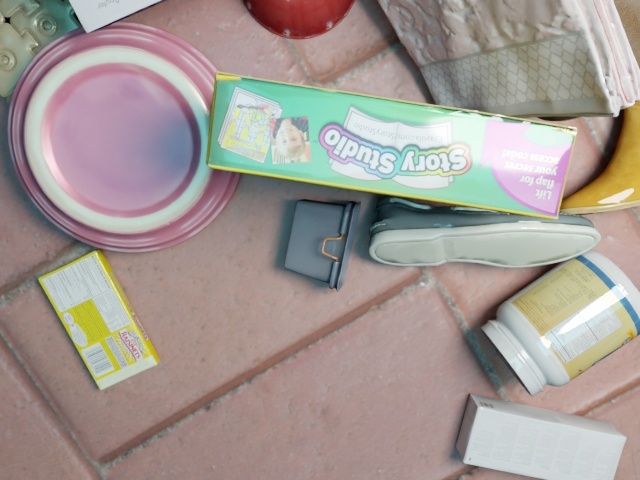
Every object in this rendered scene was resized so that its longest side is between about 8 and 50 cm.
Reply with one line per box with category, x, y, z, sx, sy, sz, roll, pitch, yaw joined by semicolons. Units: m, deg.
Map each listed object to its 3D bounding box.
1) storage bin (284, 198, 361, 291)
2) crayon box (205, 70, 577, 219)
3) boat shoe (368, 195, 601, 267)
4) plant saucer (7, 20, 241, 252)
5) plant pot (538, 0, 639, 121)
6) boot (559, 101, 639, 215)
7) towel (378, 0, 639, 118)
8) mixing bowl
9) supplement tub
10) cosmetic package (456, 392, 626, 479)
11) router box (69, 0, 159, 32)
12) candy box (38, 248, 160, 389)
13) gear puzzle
storage bin;0.000;0.000;0.828;0.091;0.098;0.135;12;99;9
crayon box;0.070;-0.119;0.693;0.362;0.313;0.106;8;99;-1
boat shoe;0.230;-0.025;0.797;0.319;0.116;0.099;-2;59;10
plant saucer;-0.273;-0.140;0.782;0.332;0.084;0.332;-2;102;-8
plant pot;0.285;-0.304;0.678;0.230;0.215;0.215;36;98;-26
boot;0.463;-0.161;0.802;0.295;0.104;0.211;-16;92;0
towel;0.171;-0.276;0.635;0.053;0.332;0.317;-40;112;-10
mixing bowl;-0.033;-0.382;0.762;0.181;0.098;0.182;0;100;1
supplement tub;0.356;0.122;0.813;0.199;0.144;0.144;-36;97;6
cosmetic package;0.350;0.324;0.886;0.238;0.060;0.099;13;97;-1
router box;-0.190;-0.449;0.624;0.335;0.082;0.301;-19;116;8
candy box;-0.351;0.127;0.877;0.105;0.027;0.206;-25;98;2
gear puzzle;-0.392;-0.253;0.816;0.175;0.044;0.339;-37;99;4
